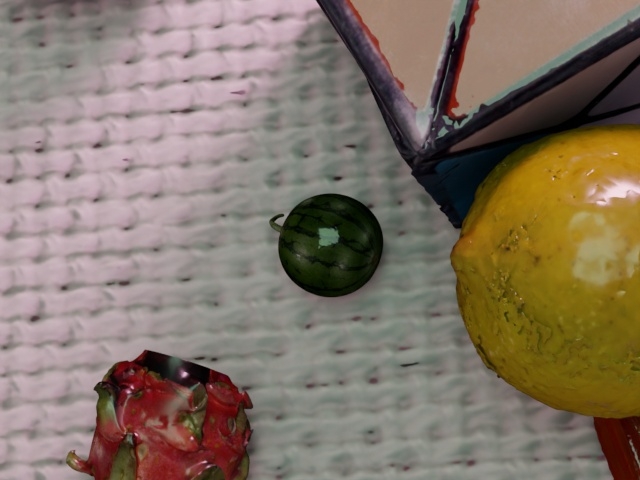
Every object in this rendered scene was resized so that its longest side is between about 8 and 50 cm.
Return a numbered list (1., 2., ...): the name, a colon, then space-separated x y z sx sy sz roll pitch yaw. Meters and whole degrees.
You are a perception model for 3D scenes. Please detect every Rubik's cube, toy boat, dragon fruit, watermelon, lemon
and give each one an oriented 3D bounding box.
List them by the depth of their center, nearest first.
1. lemon: 0.260 0.024 1.692 0.310 0.258 0.258 -5 73 -24
2. Rubik's cube: 0.160 -0.223 1.777 0.307 0.310 0.305 -33 76 4
3. toy boat: 0.292 0.184 1.784 0.059 0.069 0.173 -14 74 -18
4. dragon fruit: -0.151 0.192 1.805 0.166 0.160 0.172 22 81 -29
5. watermelon: 0.005 0.003 1.856 0.109 0.109 0.109 -2 76 8
